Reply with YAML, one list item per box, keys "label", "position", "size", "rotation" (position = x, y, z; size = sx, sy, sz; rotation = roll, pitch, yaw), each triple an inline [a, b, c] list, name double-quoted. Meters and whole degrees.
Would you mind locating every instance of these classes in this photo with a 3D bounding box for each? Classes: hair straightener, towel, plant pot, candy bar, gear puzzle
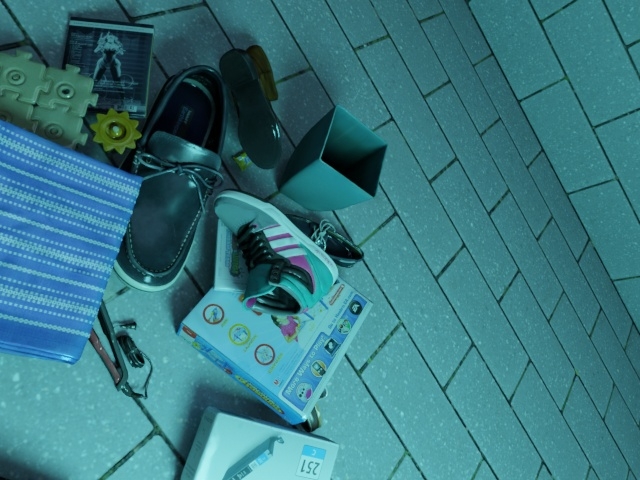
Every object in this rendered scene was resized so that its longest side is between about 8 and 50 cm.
- label: "hair straightener"
  position: [-0.363, 0.183, 0.823]
  size: [0.089, 0.047, 0.231]
  rotation: [-32, 96, -39]
- label: "towel"
  position: [-0.436, -0.001, 0.687]
  size: [0.243, 0.040, 0.337]
  rotation: [23, 64, -30]
- label: "plant pot"
  position: [0.010, -0.173, 1.099]
  size: [0.165, 0.234, 0.166]
  rotation: [32, 59, -27]
- label: "candy bar"
  position: [-0.157, -0.227, 1.128]
  size: [0.040, 0.018, 0.161]
  rotation: [52, 53, -13]
- label: "gear puzzle"
  position: [-0.495, -0.236, 0.807]
  size: [0.338, 0.044, 0.176]
  rotation: [12, 76, -17]

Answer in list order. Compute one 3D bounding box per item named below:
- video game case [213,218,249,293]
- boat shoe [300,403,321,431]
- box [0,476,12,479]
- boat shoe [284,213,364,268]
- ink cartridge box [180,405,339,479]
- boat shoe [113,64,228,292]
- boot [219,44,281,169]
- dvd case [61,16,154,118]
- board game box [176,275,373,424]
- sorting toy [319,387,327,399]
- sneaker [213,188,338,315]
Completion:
- label: "video game case"
  position: [-0.147, 0.035, 0.941]
  size: [0.143, 0.019, 0.158]
  rotation: [8, 61, -21]
- label: "boat shoe"
  position: [-0.066, 0.327, 0.995]
  size: [0.073, 0.073, 0.207]
  rotation: [-19, 81, -39]
- label: "box"
  position: [-0.521, 0.484, 0.529]
  size: [0.318, 0.097, 0.395]
  rotation: [52, 49, -39]
- label: "boat shoe"
  position: [0.000, 0.000, 1.138]
  size: [0.254, 0.079, 0.095]
  rotation: [33, 59, -26]
- label: "ink cartridge box"
  position: [-0.127, 0.488, 0.870]
  size: [0.296, 0.066, 0.261]
  rotation: [28, 72, -28]
- label: "boat shoe"
  position: [-0.296, -0.144, 0.910]
  size: [0.186, 0.155, 0.501]
  rotation: [24, 64, -32]
- label: "boot"
  position: [-0.145, -0.324, 1.078]
  size: [0.280, 0.096, 0.264]
  rotation: [-82, 148, -66]
- label: "dvd case"
  position: [-0.428, -0.349, 0.910]
  size: [0.164, 0.018, 0.222]
  rotation: [1, 72, -10]
- label: "board game box"
  position: [-0.085, 0.166, 0.965]
  size: [0.301, 0.086, 0.308]
  rotation: [39, 55, -1]
- label: "sorting toy"
  position: [-0.014, 0.329, 1.028]
  size: [0.044, 0.075, 0.084]
  rotation: [-19, 89, -39]
- label: "sneaker"
  position: [-0.116, 0.042, 0.871]
  size: [0.295, 0.124, 0.178]
  rotation: [37, 45, -5]
